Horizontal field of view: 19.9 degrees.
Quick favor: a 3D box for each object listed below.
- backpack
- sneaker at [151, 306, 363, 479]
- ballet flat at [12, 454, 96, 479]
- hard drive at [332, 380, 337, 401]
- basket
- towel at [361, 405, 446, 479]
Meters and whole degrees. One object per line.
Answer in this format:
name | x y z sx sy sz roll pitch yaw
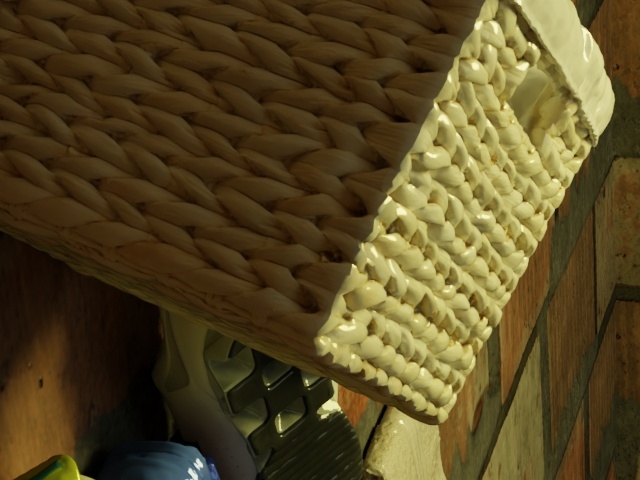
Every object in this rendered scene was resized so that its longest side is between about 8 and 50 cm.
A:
backpack | -0.119 0.203 1.366 0.101 0.098 0.120 -70 144 -50
sneaker | -0.060 0.134 1.449 0.122 0.146 0.330 -33 137 -28
ballet flat | -0.154 0.217 1.269 0.077 0.077 0.231 -49 146 -15
hard drive | -0.051 0.198 1.656 0.307 0.040 0.203 -17 110 -71
basket | -0.029 -0.075 1.130 0.266 0.331 0.328 -66 159 -6
towel | 0.102 0.311 2.139 0.187 0.049 0.282 -64 151 -51
